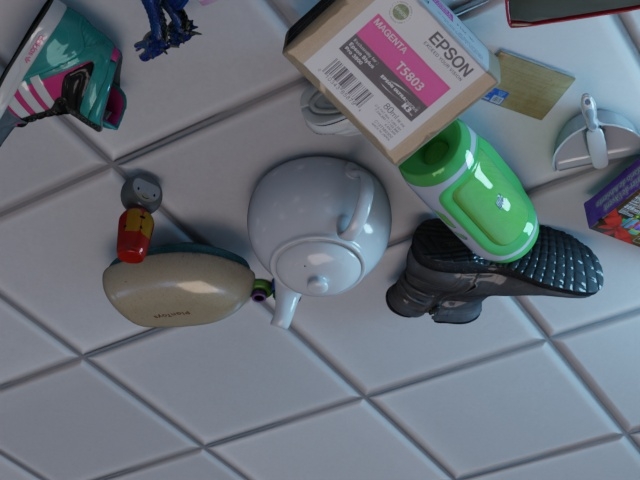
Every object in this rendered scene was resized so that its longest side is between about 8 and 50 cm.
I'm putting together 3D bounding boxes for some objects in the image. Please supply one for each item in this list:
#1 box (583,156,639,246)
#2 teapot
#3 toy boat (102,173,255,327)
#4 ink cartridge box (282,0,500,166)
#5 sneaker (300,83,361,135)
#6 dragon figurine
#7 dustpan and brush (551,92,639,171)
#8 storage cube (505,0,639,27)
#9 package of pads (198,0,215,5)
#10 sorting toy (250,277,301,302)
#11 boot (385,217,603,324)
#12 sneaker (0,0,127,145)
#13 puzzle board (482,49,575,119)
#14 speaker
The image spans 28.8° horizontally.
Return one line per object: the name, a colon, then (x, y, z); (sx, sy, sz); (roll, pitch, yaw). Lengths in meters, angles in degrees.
box: (0.598, -0.052, 1.990); (0.293, 0.057, 0.201); (17, 138, -26)
teapot: (0.000, 0.000, 1.984); (0.252, 0.187, 0.256); (-12, 138, 15)
toy boat: (-0.253, 0.027, 2.078); (0.267, 0.148, 0.318); (-5, 148, 15)
ink cartridge box: (0.096, -0.248, 1.685); (0.193, 0.088, 0.234); (-39, 110, 24)
sneaker: (0.090, -0.203, 1.830); (0.235, 0.090, 0.095); (-6, 158, 9)
dragon figurine: (-0.180, -0.353, 1.591); (0.144, 0.085, 0.289); (42, 133, -2)
dustpan and brush: (0.410, -0.164, 1.871); (0.147, 0.060, 0.211); (-11, 140, 14)
storage cube: (0.302, -0.395, 1.489); (0.214, 0.193, 0.184); (-8, 140, 10)
package of pads: (-0.129, -0.350, 1.666); (0.083, 0.050, 0.032); (-19, 137, 23)
sorting toy: (-0.084, 0.101, 2.222); (0.101, 0.042, 0.061); (9, 140, -8)
boot: (0.295, 0.069, 2.142); (0.338, 0.118, 0.223); (13, 146, -1)
sneaker: (-0.376, -0.203, 1.805); (0.178, 0.124, 0.295); (30, 132, -17)
puzzle board: (0.296, -0.229, 1.835); (0.128, 0.011, 0.096); (17, 139, -17)
speaker: (0.230, -0.076, 1.912); (0.131, 0.131, 0.296); (-20, 144, 24)
